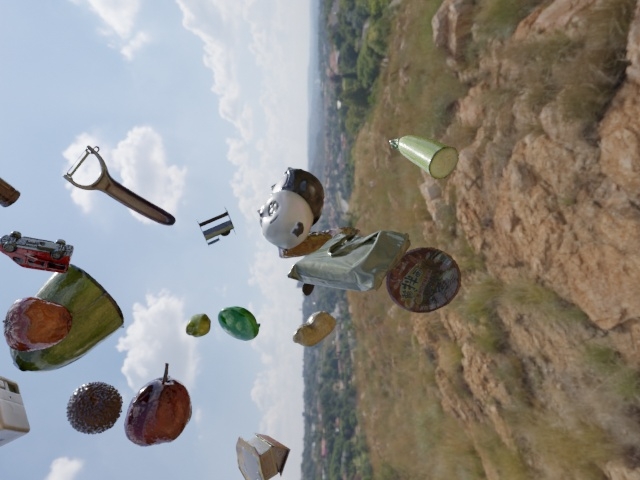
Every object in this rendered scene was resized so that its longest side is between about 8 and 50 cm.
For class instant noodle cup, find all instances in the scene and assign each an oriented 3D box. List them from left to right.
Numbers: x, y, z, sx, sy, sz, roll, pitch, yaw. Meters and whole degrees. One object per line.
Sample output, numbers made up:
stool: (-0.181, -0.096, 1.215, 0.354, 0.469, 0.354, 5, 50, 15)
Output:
instant noodle cup: (0.377, 0.131, 1.552, 0.090, 0.274, 0.273, -76, -12, -66)

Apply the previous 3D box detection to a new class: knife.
knife: (-0.505, -0.125, 1.093, 0.053, 0.278, 0.123, -13, 47, 49)

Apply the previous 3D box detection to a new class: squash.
squash: (-0.893, 0.283, 1.405, 0.309, 0.311, 0.310, -48, -30, -42)
squash: (0.268, -0.247, 1.159, 0.224, 0.094, 0.094, 42, 139, 48)

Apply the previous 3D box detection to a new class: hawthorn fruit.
hawthorn fruit: (-0.792, 0.232, 1.267, 0.285, 0.165, 0.165, -16, -71, -61)
hawthorn fruit: (-0.538, 0.556, 1.426, 0.230, 0.211, 0.265, 64, -142, -77)

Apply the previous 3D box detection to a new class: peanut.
peanut: (-0.032, 0.419, 1.980, 0.253, 0.122, 0.137, -34, -53, -36)

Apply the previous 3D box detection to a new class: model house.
model house: (-0.213, 0.807, 1.566, 0.219, 0.136, 0.207, -7, 97, 53)

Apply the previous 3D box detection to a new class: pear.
pear: (-0.453, 0.319, 1.548, 0.092, 0.097, 0.092, 54, 166, 20)

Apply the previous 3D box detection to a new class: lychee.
lychee: (-1.102, 0.834, 2.049, 0.271, 0.272, 0.271, 180, 90, -88)

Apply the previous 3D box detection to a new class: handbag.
handbag: (0.091, 0.050, 1.207, 0.253, 0.316, 0.109, -37, -64, -40)

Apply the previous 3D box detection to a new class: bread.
bread: (0.000, 0.000, 1.824, 0.185, 0.381, 0.109, 143, 117, -72)

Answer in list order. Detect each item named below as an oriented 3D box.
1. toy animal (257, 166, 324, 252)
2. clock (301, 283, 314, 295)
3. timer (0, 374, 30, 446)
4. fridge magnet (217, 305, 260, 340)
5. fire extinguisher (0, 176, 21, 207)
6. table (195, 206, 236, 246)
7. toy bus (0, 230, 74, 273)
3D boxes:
toy animal: (-0.113, -0.113, 1.621, 0.250, 0.251, 0.309, 93, -170, -53)
clock: (-0.051, 0.198, 1.805, 0.083, 0.010, 0.074, -55, -46, -28)
timer: (-1.068, 0.552, 1.298, 0.194, 0.195, 0.192, 57, 157, 20)
fridge magnet: (-0.378, 0.382, 1.931, 0.088, 0.208, 0.207, -62, -20, -48)
fire extinguisher: (-1.093, -0.225, 1.344, 0.106, 0.075, 0.252, -59, -39, -25)
table: (-0.491, -0.056, 1.992, 0.062, 0.146, 0.175, 48, 158, 47)
toy bus: (-0.893, 0.039, 1.310, 0.089, 0.195, 0.081, -64, 32, 21)
